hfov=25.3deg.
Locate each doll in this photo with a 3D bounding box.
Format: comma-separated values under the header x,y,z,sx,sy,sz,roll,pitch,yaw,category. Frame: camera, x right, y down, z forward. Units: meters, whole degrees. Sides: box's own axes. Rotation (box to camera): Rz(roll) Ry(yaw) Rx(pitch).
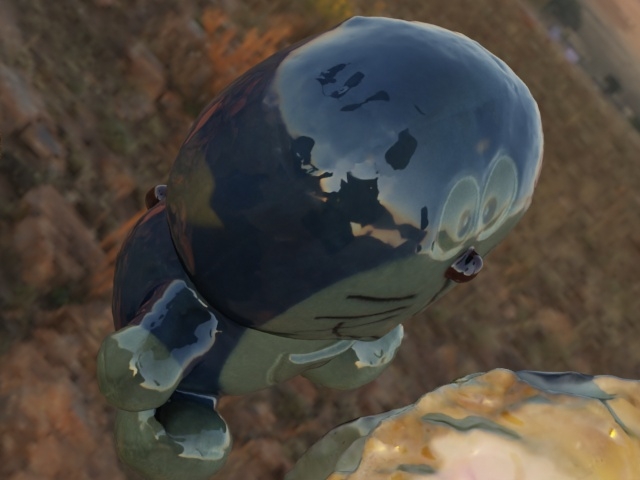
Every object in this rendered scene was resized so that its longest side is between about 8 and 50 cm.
x,y,z,sx,sy,sz,roll,pitch,yaw,category
0.000,0.000,0.684,0.228,0.258,0.154,-21,81,-40,doll

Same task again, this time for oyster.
x,y,z,sx,sy,sz,roll,pitch,yaw,category
0.035,0.114,0.333,0.163,0.191,0.081,25,32,-7,oyster
